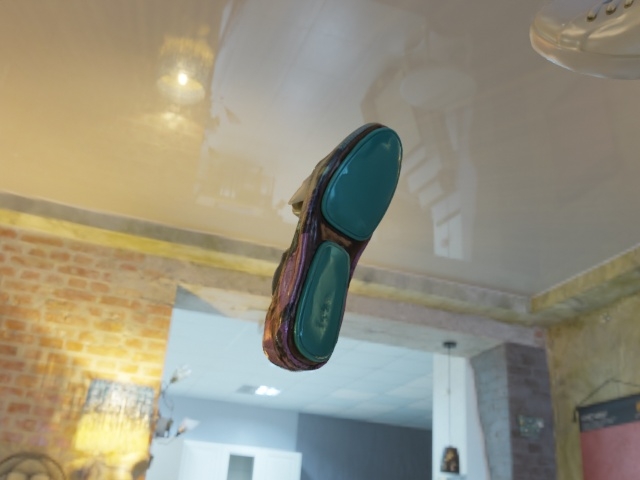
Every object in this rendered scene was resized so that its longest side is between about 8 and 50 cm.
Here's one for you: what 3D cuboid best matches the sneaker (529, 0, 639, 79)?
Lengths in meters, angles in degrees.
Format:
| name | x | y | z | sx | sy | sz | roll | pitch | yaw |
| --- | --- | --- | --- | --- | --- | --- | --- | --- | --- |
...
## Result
| name | x | y | z | sx | sy | sz | roll | pitch | yaw |
| --- | --- | --- | --- | --- | --- | --- | --- | --- | --- |
| sneaker | 0.297 | -0.195 | 0.535 | 0.290 | 0.106 | 0.123 | 21 | -37 | 44 |

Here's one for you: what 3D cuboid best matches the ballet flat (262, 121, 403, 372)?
| name | x | y | z | sx | sy | sz | roll | pitch | yaw |
| --- | --- | --- | --- | --- | --- | --- | --- | --- | --- |
| ballet flat | 0.000 | 0.000 | 0.560 | 0.077 | 0.221 | 0.079 | 34 | -24 | -35 |
